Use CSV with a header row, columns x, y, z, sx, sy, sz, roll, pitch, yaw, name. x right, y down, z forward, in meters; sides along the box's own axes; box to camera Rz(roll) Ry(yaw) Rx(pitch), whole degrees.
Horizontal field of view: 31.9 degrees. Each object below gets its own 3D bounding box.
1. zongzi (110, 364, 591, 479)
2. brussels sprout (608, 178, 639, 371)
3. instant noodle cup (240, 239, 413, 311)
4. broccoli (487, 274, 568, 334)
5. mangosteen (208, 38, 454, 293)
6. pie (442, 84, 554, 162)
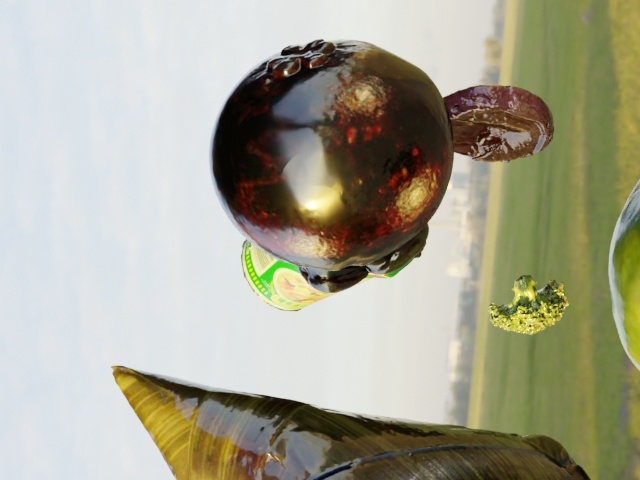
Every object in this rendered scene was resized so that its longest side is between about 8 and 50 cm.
x,y,z,sx,sy,sz,roll,pitch,yaw,name
0.042,0.227,1.185,0.403,0.432,0.208,-16,-40,-42,zongzi
0.453,0.010,1.065,0.289,0.354,0.281,-47,-58,-66,brussels sprout
0.000,0.000,1.632,0.232,0.207,0.207,-35,34,46,instant noodle cup
0.300,0.093,1.630,0.095,0.097,0.092,-23,-81,-47,broccoli
0.008,-0.083,1.325,0.297,0.297,0.313,-72,-3,-56,mangosteen
0.240,-0.165,1.580,0.182,0.182,0.050,75,-161,-67,pie
